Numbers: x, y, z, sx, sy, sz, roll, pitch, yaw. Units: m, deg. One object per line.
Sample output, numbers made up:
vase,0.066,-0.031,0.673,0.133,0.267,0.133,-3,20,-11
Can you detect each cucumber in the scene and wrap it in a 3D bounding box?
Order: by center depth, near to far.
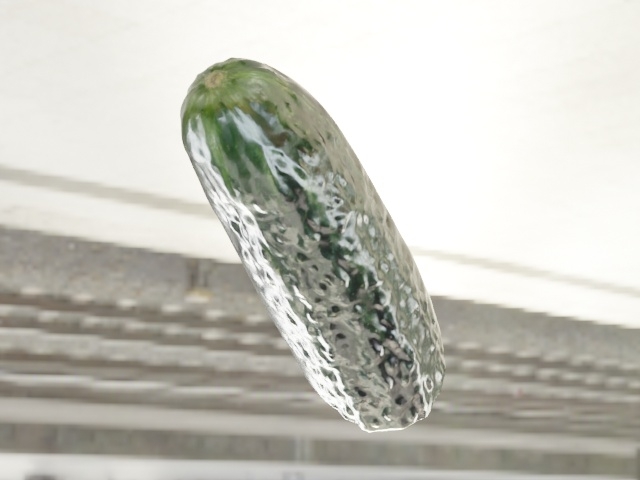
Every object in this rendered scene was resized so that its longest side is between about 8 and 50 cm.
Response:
cucumber,-0.001,0.001,0.668,0.074,0.074,0.241,-4,143,19
